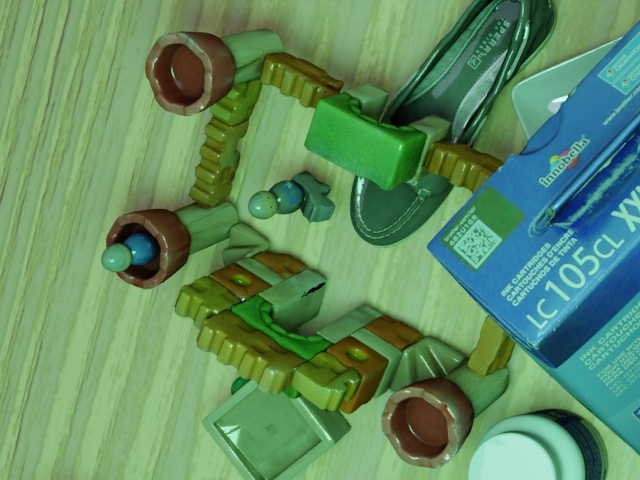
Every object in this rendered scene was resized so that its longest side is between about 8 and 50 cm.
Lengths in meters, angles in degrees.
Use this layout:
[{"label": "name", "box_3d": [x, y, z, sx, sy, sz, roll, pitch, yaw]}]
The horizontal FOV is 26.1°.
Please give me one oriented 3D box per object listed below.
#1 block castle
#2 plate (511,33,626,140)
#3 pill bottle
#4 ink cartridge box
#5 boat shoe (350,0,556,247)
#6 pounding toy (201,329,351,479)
[{"label": "block castle", "box_3d": [0.000, 0.000, 1.398, 0.453, 0.213, 0.303, 30, 120, 22]}, {"label": "plate", "box_3d": [0.367, -0.086, 1.394, 0.277, 0.045, 0.278, -24, 78, 18]}, {"label": "pill bottle", "box_3d": [0.212, 0.225, 1.360, 0.112, 0.187, 0.112, -2, 86, 22]}, {"label": "ink cartridge box", "box_3d": [0.271, 0.002, 1.160, 0.270, 0.395, 0.151, -47, 50, 3]}, {"label": "boat shoe", "box_3d": [0.125, -0.141, 1.469, 0.112, 0.095, 0.335, 38, 101, 20]}, {"label": "pounding toy", "box_3d": [-0.046, 0.184, 1.530, 0.130, 0.100, 0.141, -40, 84, 16]}]
